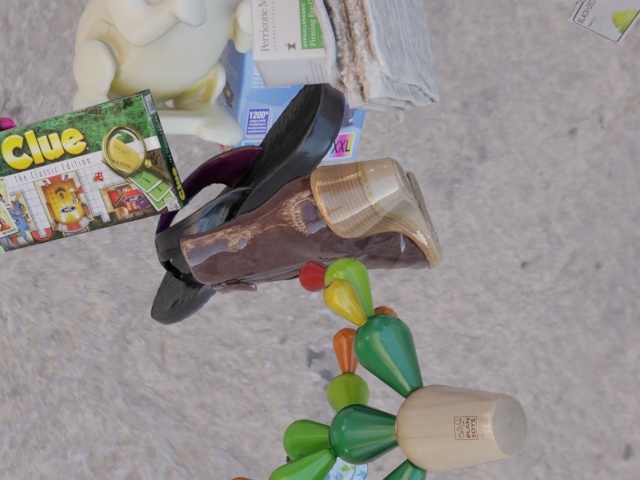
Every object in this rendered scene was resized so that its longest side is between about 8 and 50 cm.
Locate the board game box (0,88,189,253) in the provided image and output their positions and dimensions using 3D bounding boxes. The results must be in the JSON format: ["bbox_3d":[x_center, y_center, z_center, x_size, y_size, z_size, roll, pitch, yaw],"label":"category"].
[{"bbox_3d":[-0.288,-0.072,1.116,0.260,0.030,0.136,-13,104,16],"label":"board game box"}]

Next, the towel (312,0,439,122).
[{"bbox_3d":[0.025,-0.227,0.706,0.049,0.187,0.282,-10,90,18],"label":"towel"}]

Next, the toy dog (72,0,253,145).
[{"bbox_3d":[-0.233,-0.401,1.598,0.285,0.395,0.407,3,125,-30],"label":"toy dog"}]

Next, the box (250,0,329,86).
[{"bbox_3d":[-0.014,-0.193,0.857,0.087,0.102,0.101,-3,86,3],"label":"box"}]

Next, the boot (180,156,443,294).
[{"bbox_3d":[0.000,0.000,0.949,0.207,0.248,0.090,-21,69,11],"label":"boot"}]

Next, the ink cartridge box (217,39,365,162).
[{"bbox_3d":[-0.043,-0.339,1.826,0.270,0.151,0.395,-7,129,-22],"label":"ink cartridge box"}]

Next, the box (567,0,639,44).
[{"bbox_3d":[0.471,-0.443,1.417,0.087,0.169,0.290,29,81,6],"label":"box"}]

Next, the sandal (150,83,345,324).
[{"bbox_3d":[-0.132,-0.060,1.346,0.107,0.167,0.445,27,123,-22],"label":"sandal"}]

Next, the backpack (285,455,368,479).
[{"bbox_3d":[0.017,0.363,1.602,0.114,0.084,0.105,-17,73,-20],"label":"backpack"}]

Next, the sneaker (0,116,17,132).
[{"bbox_3d":[-0.511,-0.092,1.479,0.112,0.299,0.120,-16,135,-1],"label":"sneaker"}]

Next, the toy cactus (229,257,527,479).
[{"bbox_3d":[0.033,0.108,0.593,0.112,0.181,0.218,23,64,-39],"label":"toy cactus"}]
